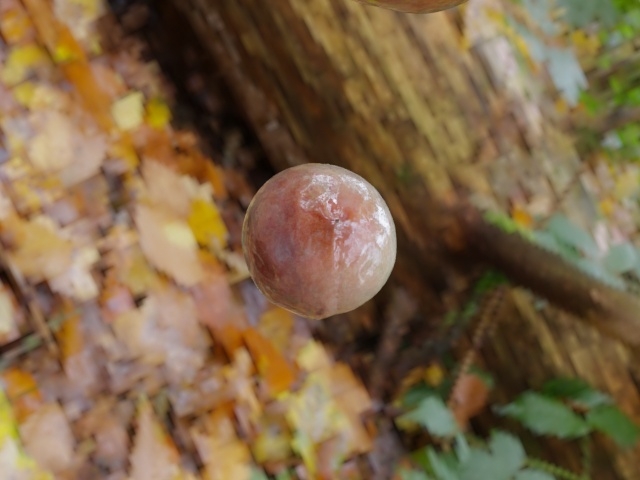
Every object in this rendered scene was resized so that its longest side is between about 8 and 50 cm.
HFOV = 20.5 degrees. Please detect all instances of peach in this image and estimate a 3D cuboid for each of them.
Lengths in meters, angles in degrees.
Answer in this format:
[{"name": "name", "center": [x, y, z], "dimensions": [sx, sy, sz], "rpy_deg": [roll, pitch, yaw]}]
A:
[{"name": "peach", "center": [-0.002, 0.000, 0.907], "dimensions": [0.083, 0.083, 0.083], "rpy_deg": [60, 12, -22]}]

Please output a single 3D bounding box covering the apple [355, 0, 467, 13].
[{"name": "apple", "center": [0.067, -0.307, 1.354], "dimensions": [0.242, 0.241, 0.242], "rpy_deg": [18, 33, -12]}]
